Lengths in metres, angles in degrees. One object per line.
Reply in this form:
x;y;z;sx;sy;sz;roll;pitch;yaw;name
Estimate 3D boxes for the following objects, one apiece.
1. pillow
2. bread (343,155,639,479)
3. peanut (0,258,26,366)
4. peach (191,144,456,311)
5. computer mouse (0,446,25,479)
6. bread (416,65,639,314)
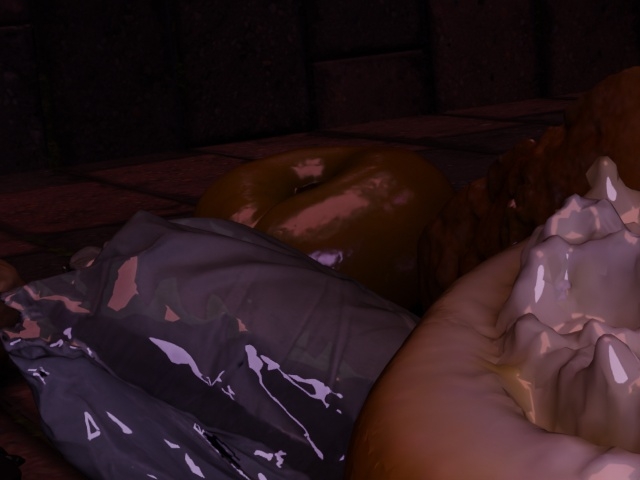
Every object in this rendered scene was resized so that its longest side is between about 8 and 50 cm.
0.002;0.088;0.791;0.310;0.138;0.283;27;3;-1;pillow
0.115;0.104;0.435;0.211;0.270;0.316;15;25;24;bread
-0.292;0.069;1.355;0.120;0.110;0.236;2;10;-7;peanut
0.000;0.000;1.512;0.251;0.153;0.251;-16;21;6;peach
-0.267;0.149;1.033;0.172;0.057;0.099;4;5;-16;computer mouse
0.194;0.029;1.045;0.194;0.179;0.340;-2;-21;-28;bread
